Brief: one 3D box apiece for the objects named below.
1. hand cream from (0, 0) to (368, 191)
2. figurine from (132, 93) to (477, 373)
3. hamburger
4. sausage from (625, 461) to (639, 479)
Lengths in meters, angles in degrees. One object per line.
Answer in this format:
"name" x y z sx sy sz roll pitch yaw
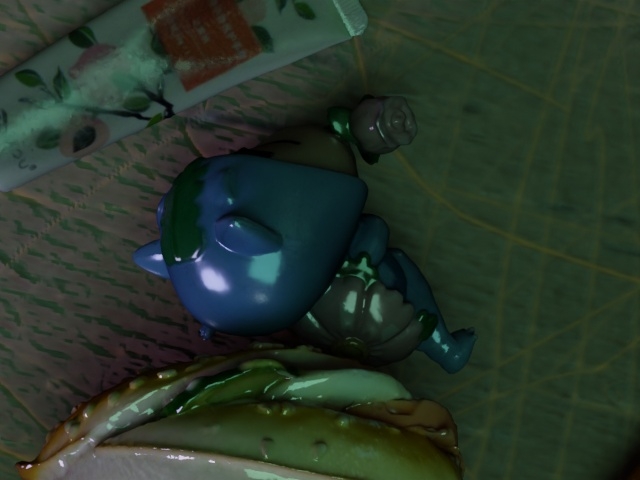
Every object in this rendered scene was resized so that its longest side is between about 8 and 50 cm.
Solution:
"hand cream" -0.092 -0.089 0.759 0.234 0.050 0.080 -29 103 -4
"figurine" 0.003 -0.003 0.768 0.178 0.114 0.144 31 75 -26
"hamburger" -0.032 0.140 0.748 0.237 0.237 0.147 8 64 -8
"sausage" 0.203 0.155 0.840 0.071 0.071 0.234 34 100 -14
